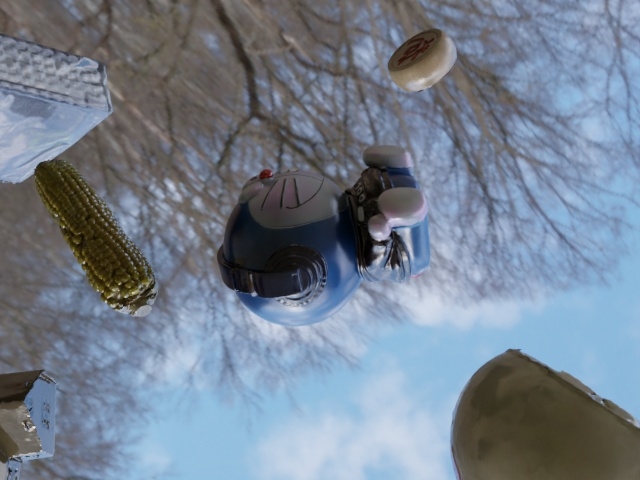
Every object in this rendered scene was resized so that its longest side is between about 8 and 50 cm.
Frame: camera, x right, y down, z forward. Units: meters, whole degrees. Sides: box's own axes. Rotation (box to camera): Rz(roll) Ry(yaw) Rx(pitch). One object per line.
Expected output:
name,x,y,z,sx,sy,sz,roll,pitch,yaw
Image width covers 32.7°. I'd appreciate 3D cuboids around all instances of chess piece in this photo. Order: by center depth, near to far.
chess piece,0.119,-0.209,1.272,0.084,0.038,0.083,-29,-149,19

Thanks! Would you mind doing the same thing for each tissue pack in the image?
tissue pack,-0.571,-0.220,1.729,0.288,0.394,0.124,-28,-113,33

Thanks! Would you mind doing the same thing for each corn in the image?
corn,-0.353,-0.008,1.703,0.097,0.097,0.320,-41,-116,6

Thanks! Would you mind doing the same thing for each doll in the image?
doll,0.000,0.000,1.614,0.310,0.240,0.284,-10,-160,0

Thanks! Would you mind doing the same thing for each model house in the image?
model house,-0.467,0.246,1.433,0.181,0.248,0.176,-8,-111,5

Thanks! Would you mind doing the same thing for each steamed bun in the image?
steamed bun,0.321,0.314,1.391,0.374,0.374,0.241,35,-90,42
